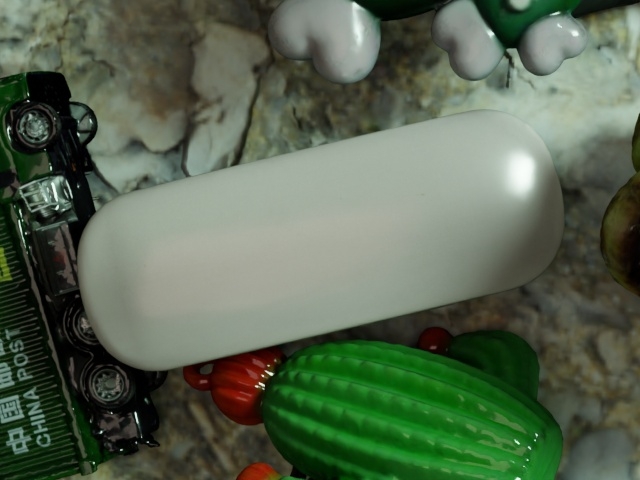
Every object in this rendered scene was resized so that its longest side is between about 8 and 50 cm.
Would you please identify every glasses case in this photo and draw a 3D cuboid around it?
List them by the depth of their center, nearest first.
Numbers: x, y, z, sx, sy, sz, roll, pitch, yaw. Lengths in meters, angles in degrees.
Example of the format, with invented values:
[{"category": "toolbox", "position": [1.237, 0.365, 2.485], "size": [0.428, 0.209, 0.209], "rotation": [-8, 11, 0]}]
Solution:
[{"category": "glasses case", "position": [0.000, 0.000, 1.056], "size": [0.297, 0.075, 0.113], "rotation": [-13, 88, 3]}]

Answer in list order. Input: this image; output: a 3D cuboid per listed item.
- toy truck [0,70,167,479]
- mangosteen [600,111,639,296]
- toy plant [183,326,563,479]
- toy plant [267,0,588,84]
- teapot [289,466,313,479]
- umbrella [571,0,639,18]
[{"category": "toy truck", "position": [-0.186, 0.025, 1.134], "size": [0.121, 0.088, 0.259], "rotation": [-16, 90, 13]}, {"category": "mangosteen", "position": [0.248, -0.014, 0.962], "size": [0.217, 0.192, 0.192], "rotation": [34, 107, 52]}, {"category": "toy plant", "position": [0.026, 0.118, 1.054], "size": [0.240, 0.088, 0.154], "rotation": [-5, 48, 11]}, {"category": "toy plant", "position": [0.056, -0.207, 1.027], "size": [0.243, 0.112, 0.232], "rotation": [-1, 82, 13]}, {"category": "teapot", "position": [0.018, 0.176, 1.105], "size": [0.100, 0.045, 0.068], "rotation": [41, 129, -7]}, {"category": "umbrella", "position": [0.177, -0.157, 1.037], "size": [0.133, 0.031, 0.036], "rotation": [-11, 65, 18]}]
